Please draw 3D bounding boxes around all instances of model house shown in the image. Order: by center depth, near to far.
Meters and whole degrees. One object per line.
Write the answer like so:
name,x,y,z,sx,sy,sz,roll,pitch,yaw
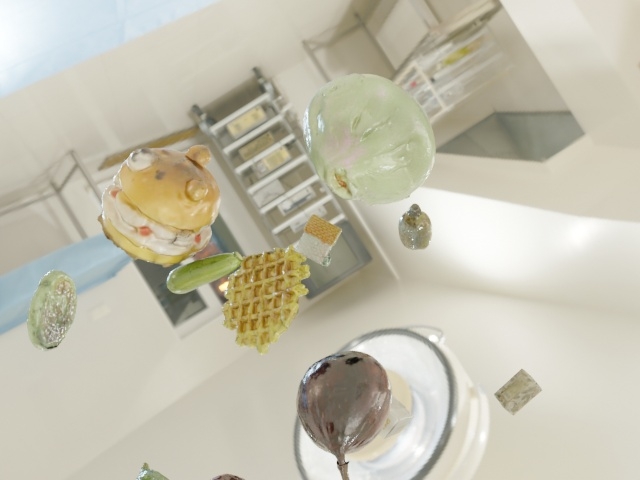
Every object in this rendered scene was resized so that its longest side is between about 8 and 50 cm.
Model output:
model house,0.000,0.000,1.588,0.100,0.088,0.101,-64,174,1

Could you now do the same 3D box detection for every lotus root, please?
lotus root,0.309,-0.044,2.160,0.192,0.113,0.088,80,25,-49

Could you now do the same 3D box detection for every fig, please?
fig,0.039,0.338,1.257,0.204,0.186,0.249,-58,-171,38

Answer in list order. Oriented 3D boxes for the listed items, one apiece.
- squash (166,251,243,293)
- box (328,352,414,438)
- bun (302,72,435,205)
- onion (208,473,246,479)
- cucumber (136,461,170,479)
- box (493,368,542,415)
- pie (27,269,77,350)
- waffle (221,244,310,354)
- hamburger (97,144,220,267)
squash,-0.277,0.073,1.569,0.201,0.066,0.066,-22,-179,13
box,0.113,0.380,1.634,0.067,0.233,0.149,-52,156,8
bun,0.080,-0.178,1.328,0.293,0.293,0.187,-33,-162,46
onion,-0.153,0.424,1.050,0.107,0.107,0.097,-31,-164,-28
cucumber,-0.377,0.624,1.552,0.134,0.244,0.134,-20,133,-24
box,0.461,0.355,1.545,0.098,0.045,0.062,-43,-145,9
pie,-0.788,0.208,1.942,0.054,0.240,0.240,7,-175,8
waffle,-0.155,0.141,1.761,0.060,0.312,0.307,24,94,-43
hamburger,-0.356,-0.099,1.539,0.237,0.276,0.276,-52,168,30
